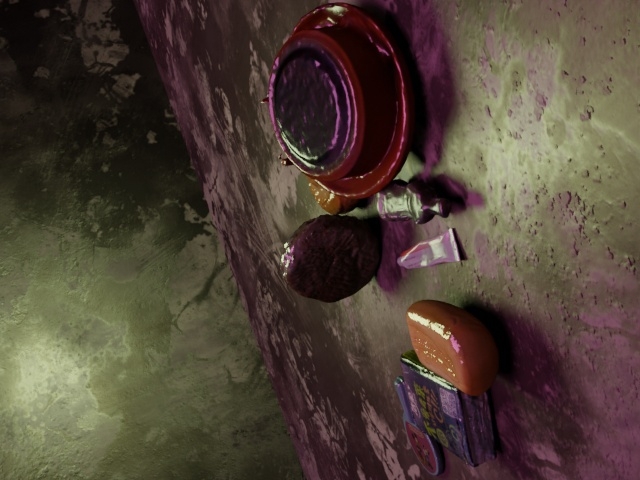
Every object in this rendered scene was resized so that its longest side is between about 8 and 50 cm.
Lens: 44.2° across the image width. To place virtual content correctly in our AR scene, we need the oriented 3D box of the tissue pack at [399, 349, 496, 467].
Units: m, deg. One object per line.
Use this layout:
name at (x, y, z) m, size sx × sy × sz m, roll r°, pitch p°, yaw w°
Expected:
tissue pack at (0.246, 0.317, 1.534) m, size 0.235 × 0.073 × 0.173 m, roll -162°, pitch 56°, yaw -69°

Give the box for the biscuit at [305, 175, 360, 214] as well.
biscuit at (0.018, -0.180, 1.714) m, size 0.213 × 0.091 × 0.274 m, roll -142°, pitch 40°, yaw -63°

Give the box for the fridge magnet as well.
fridge magnet at (0.030, -0.251, 1.454) m, size 0.364 × 0.155 × 0.363 m, roll 23°, pitch 121°, yaw 46°

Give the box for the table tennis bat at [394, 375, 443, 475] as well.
table tennis bat at (0.219, 0.419, 1.781) m, size 0.153 × 0.040 × 0.244 m, roll 15°, pitch 125°, yaw 70°

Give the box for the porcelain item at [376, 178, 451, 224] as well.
porcelain item at (0.172, -0.069, 1.395) m, size 0.216 × 0.069 × 0.081 m, roll -168°, pitch 73°, yaw -71°

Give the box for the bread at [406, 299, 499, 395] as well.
bread at (0.237, 0.180, 1.389) m, size 0.217 × 0.098 × 0.147 m, roll -145°, pitch 40°, yaw -66°

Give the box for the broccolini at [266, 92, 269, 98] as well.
broccolini at (-0.054, -0.295, 1.912) m, size 0.202 × 0.068 × 0.091 m, roll 54°, pitch 173°, yaw 6°

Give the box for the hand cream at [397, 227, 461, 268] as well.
hand cream at (0.199, 0.022, 1.470) m, size 0.052 × 0.038 × 0.216 m, roll 49°, pitch 158°, yaw -7°

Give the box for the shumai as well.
shumai at (0.000, 0.000, 1.754) m, size 0.272 × 0.222 × 0.203 m, roll 82°, pitch 166°, yaw -54°
